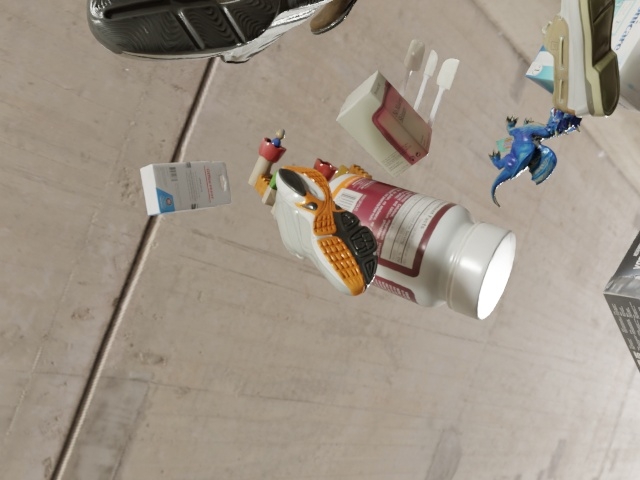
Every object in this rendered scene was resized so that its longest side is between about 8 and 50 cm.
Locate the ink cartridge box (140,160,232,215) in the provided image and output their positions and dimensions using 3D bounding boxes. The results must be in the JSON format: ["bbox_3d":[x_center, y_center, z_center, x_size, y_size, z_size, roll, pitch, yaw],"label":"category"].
[{"bbox_3d":[-0.291,-0.116,1.180,0.180,0.060,0.104,-11,-88,-42],"label":"ink cartridge box"}]

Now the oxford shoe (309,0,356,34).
[{"bbox_3d":[0.044,-0.607,1.321,0.096,0.083,0.227,29,-59,-38],"label":"oxford shoe"}]

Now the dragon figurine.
[{"bbox_3d":[0.439,-0.173,1.146,0.085,0.144,0.289,7,-58,-21],"label":"dragon figurine"}]

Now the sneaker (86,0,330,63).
[{"bbox_3d":[-0.178,-0.345,0.887,0.447,0.257,0.169,-32,-85,-35],"label":"sneaker"}]

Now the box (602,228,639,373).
[{"bbox_3d":[0.716,0.131,1.112,0.242,0.076,0.307,-48,-63,-21],"label":"box"}]

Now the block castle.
[{"bbox_3d":[-0.002,-0.153,1.625,0.302,0.453,0.213,16,-70,-33],"label":"block castle"}]

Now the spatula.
[{"bbox_3d":[0.294,-0.439,1.566,0.019,0.168,0.242,-33,-32,-43],"label":"spatula"}]

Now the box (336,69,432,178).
[{"bbox_3d":[0.176,-0.311,1.446,0.232,0.126,0.149,42,-142,-18],"label":"box"}]

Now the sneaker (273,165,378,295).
[{"bbox_3d":[0.000,0.000,0.845,0.099,0.262,0.121,-6,-45,-27],"label":"sneaker"}]

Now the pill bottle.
[{"bbox_3d":[0.190,0.008,1.148,0.224,0.392,0.224,-34,-45,-43],"label":"pill bottle"}]

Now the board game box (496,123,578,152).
[{"bbox_3d":[0.731,-0.357,1.825,0.210,0.160,0.047,-20,-83,-11],"label":"board game box"}]

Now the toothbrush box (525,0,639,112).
[{"bbox_3d":[0.664,-0.442,1.261,0.126,0.295,0.216,22,-75,-24],"label":"toothbrush box"}]

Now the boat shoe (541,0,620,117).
[{"bbox_3d":[0.434,-0.355,0.919,0.113,0.103,0.303,-32,-62,-31],"label":"boat shoe"}]
